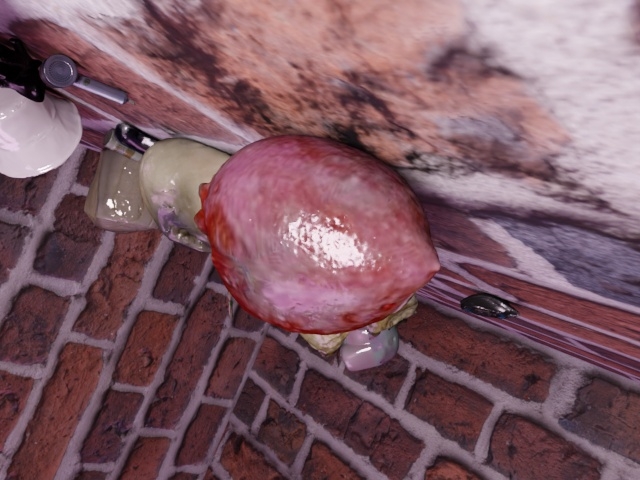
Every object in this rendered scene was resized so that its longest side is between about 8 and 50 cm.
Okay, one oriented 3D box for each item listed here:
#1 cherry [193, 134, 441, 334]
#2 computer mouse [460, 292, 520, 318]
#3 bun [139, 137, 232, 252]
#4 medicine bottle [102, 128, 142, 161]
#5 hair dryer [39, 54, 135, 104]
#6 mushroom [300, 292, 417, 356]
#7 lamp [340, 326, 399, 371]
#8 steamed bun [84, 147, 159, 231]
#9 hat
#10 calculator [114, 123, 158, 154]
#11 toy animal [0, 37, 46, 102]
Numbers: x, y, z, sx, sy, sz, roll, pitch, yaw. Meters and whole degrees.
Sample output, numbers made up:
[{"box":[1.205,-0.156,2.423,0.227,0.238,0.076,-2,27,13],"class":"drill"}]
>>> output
[{"box":[0.000,0.000,0.453,0.175,0.192,0.249,-21,-158,-41],"class":"cherry"},{"box":[0.391,0.148,1.145,0.134,0.047,0.079,9,164,27],"class":"computer mouse"},{"box":[-0.185,-0.062,0.859,0.272,0.169,0.273,21,169,5],"class":"bun"},{"box":[-0.462,-0.223,1.168,0.083,0.047,0.047,26,175,-43],"class":"medicine bottle"},{"box":[-0.292,-0.197,0.632,0.114,0.037,0.063,17,-178,-35],"class":"hair dryer"},{"box":[0.064,0.040,0.799,0.266,0.164,0.190,-16,-129,-37],"class":"mushroom"},{"box":[0.121,0.153,1.259,0.247,0.301,0.247,-14,-166,9],"class":"lamp"},{"box":[-0.554,-0.138,1.482,0.236,0.247,0.383,13,176,-29],"class":"steamed bun"},{"box":[-0.547,-0.226,0.897,0.203,0.203,0.126,23,157,11],"class":"hat"},{"box":[-0.353,-0.192,1.064,0.177,0.040,0.268,27,180,-17],"class":"calculator"},{"box":[-0.518,-0.264,0.619,0.324,0.091,0.195,15,176,-38],"class":"toy animal"}]
